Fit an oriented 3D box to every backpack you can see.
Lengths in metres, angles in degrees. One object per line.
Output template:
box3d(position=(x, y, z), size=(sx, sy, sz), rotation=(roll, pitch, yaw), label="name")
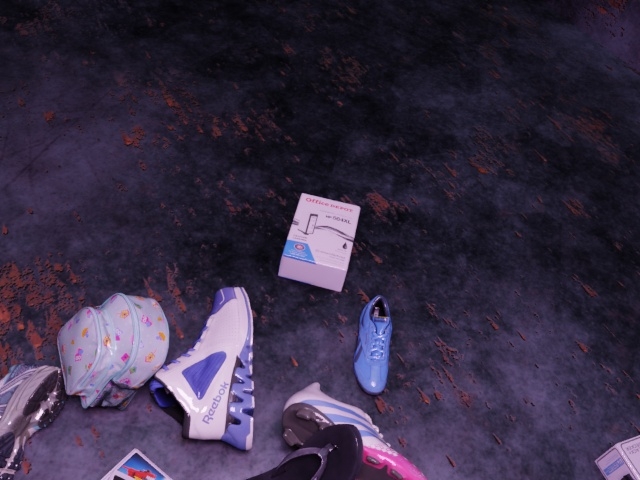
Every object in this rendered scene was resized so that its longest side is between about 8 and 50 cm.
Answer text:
box3d(position=(-0.360, 0.184, 1.048), size=(0.188, 0.144, 0.166), rotation=(-38, 53, 16), label="backpack")

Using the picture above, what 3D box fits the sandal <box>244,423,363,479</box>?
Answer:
box3d(position=(-0.039, 0.382, 0.956), size=(0.254, 0.054, 0.097), rotation=(-36, 58, 10), label="sandal")

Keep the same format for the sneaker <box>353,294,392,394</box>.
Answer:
box3d(position=(0.110, 0.206, 1.221), size=(0.069, 0.082, 0.209), rotation=(11, 49, -5), label="sneaker")

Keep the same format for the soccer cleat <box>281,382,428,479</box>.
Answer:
box3d(position=(0.085, 0.368, 1.054), size=(0.331, 0.116, 0.143), rotation=(37, 22, 7), label="soccer cleat")

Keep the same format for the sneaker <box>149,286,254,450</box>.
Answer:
box3d(position=(-0.217, 0.226, 1.104), size=(0.182, 0.127, 0.316), rotation=(2, 50, -13), label="sneaker")

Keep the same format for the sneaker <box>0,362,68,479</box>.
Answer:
box3d(position=(-0.547, 0.322, 0.990), size=(0.122, 0.110, 0.283), rotation=(11, 43, 23), label="sneaker")

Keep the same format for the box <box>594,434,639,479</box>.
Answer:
box3d(position=(0.658, 0.493, 1.075), size=(0.169, 0.087, 0.290), rotation=(-11, 52, -20), label="box")

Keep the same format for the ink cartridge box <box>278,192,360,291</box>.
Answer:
box3d(position=(0.000, 0.000, 1.374), size=(0.148, 0.086, 0.203), rotation=(13, 49, 1), label="ink cartridge box")

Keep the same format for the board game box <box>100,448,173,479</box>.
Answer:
box3d(position=(-0.245, 0.484, 0.908), size=(0.305, 0.053, 0.193), rotation=(32, 46, 19), label="board game box")
